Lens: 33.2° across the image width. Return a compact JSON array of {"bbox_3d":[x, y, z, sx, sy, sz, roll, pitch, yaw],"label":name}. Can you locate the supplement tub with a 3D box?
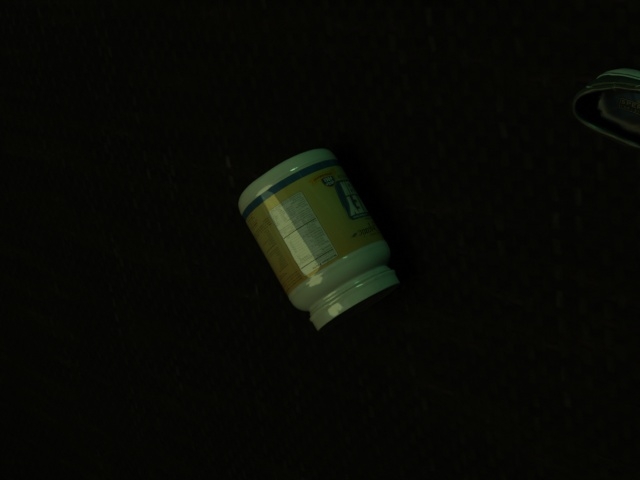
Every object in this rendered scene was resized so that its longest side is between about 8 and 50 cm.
[{"bbox_3d":[0.000,0.000,1.367,0.200,0.144,0.144,60,143,9],"label":"supplement tub"}]

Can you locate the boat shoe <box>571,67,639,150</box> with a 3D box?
[{"bbox_3d":[0.328,-0.102,0.964,0.228,0.076,0.080,31,130,39],"label":"boat shoe"}]
